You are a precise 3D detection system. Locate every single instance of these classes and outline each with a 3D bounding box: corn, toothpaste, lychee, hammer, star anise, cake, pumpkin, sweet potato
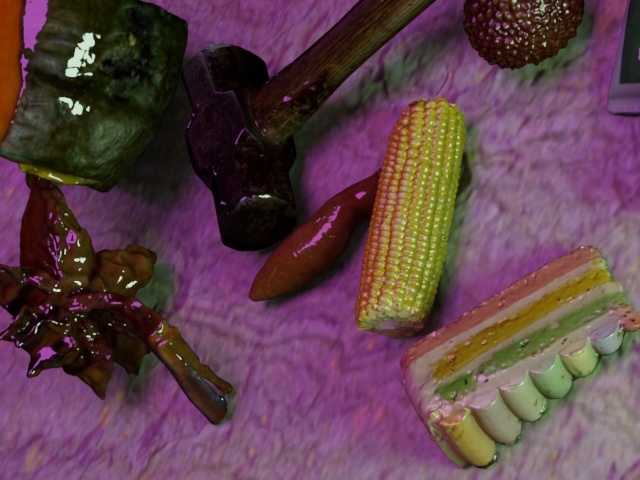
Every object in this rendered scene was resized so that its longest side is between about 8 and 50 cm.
[{"bbox_3d":[0.091,-0.026,1.632,0.081,0.081,0.248,-4,63,38],"label":"corn"},{"bbox_3d":[0.343,-0.307,1.585,0.099,0.061,0.392,3,80,40],"label":"toothpaste"},{"bbox_3d":[0.199,-0.231,1.632,0.123,0.123,0.129,15,71,43],"label":"lychee"},{"bbox_3d":[0.021,-0.189,1.743,0.409,0.095,0.242,-39,45,25],"label":"hammer"},{"bbox_3d":[-0.226,0.078,1.777,0.346,0.237,0.148,42,125,24],"label":"star anise"},{"bbox_3d":[0.173,0.097,1.495,0.225,0.090,0.109,-43,43,11],"label":"cake"},{"bbox_3d":[-0.288,-0.190,1.870,0.256,0.303,0.225,21,94,17],"label":"pumpkin"},{"bbox_3d":[0.001,0.000,1.711,0.202,0.055,0.058,-42,64,12],"label":"sweet potato"}]

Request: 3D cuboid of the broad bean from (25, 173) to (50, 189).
[{"bbox_3d":[-0.298,-0.171,2.048,0.052,0.053,0.256,19,79,55],"label":"broad bean"}]
